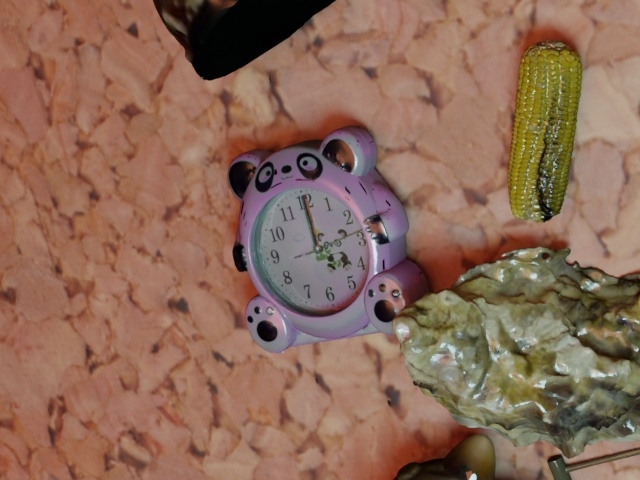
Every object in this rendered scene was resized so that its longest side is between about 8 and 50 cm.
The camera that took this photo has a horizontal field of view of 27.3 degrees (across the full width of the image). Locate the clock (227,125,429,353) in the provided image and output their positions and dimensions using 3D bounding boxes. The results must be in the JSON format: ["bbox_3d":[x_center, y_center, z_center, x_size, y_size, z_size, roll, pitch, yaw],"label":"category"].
[{"bbox_3d":[0.000,0.000,1.569,0.228,0.090,0.247,-12,97,28],"label":"clock"}]

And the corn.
[{"bbox_3d":[0.242,-0.116,1.429,0.072,0.072,0.203,12,109,23],"label":"corn"}]

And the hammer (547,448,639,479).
[{"bbox_3d":[0.319,0.257,1.525,0.110,0.019,0.035,-20,95,24],"label":"hammer"}]

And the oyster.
[{"bbox_3d":[0.246,0.126,1.443,0.351,0.115,0.237,12,100,-6],"label":"oyster"}]

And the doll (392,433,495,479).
[{"bbox_3d":[0.214,0.392,1.527,0.340,0.209,0.318,34,85,12],"label":"doll"}]

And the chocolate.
[{"bbox_3d":[-0.070,-0.356,1.434,0.340,0.225,0.210,-38,78,26],"label":"chocolate"}]
